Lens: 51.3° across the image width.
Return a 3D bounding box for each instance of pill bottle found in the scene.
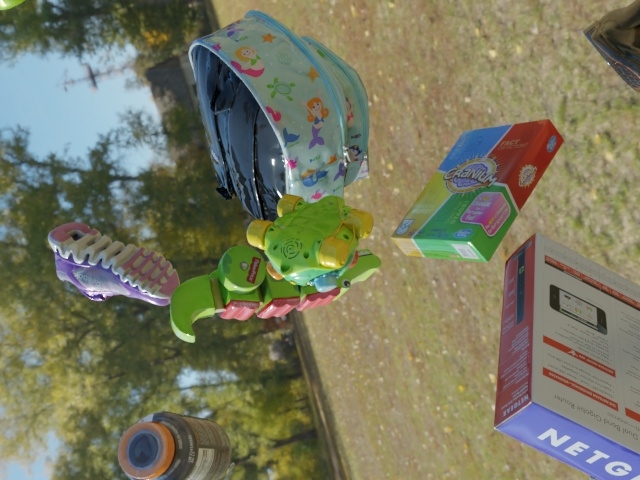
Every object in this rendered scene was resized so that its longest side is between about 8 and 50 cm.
[{"bbox_3d":[-0.254,0.368,1.161,0.246,0.130,0.131,56,-166,-67],"label":"pill bottle"}]

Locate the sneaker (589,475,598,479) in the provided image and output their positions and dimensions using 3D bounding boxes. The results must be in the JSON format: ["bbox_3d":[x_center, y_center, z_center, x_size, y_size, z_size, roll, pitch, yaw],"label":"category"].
[{"bbox_3d":[0.595,0.405,1.144,0.118,0.110,0.292,47,143,-6],"label":"sneaker"}]

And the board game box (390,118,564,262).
[{"bbox_3d":[0.314,-0.102,1.359,0.064,0.317,0.242,45,159,-25],"label":"board game box"}]

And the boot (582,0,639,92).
[{"bbox_3d":[0.389,-0.252,0.799,0.082,0.106,0.219,42,-153,-16],"label":"boot"}]

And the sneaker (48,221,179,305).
[{"bbox_3d":[-0.347,0.059,1.118,0.095,0.236,0.105,-50,-20,-62],"label":"sneaker"}]

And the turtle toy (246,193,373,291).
[{"bbox_3d":[0.000,0.000,0.601,0.130,0.095,0.066,-45,-39,-46],"label":"turtle toy"}]

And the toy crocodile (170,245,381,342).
[{"bbox_3d":[-0.062,0.069,0.997,0.115,0.340,0.105,-45,57,55],"label":"toy crocodile"}]

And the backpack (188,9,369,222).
[{"bbox_3d":[-0.053,-0.151,0.833,0.225,0.191,0.254,46,163,31],"label":"backpack"}]

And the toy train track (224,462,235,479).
[{"bbox_3d":[-0.215,0.531,1.479,0.083,0.014,0.048,-62,9,-5],"label":"toy train track"}]

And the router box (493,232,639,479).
[{"bbox_3d":[0.407,0.181,0.908,0.082,0.335,0.301,-57,8,44],"label":"router box"}]

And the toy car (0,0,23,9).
[{"bbox_3d":[-0.192,-0.240,0.431,0.188,0.149,0.155,23,165,31],"label":"toy car"}]
